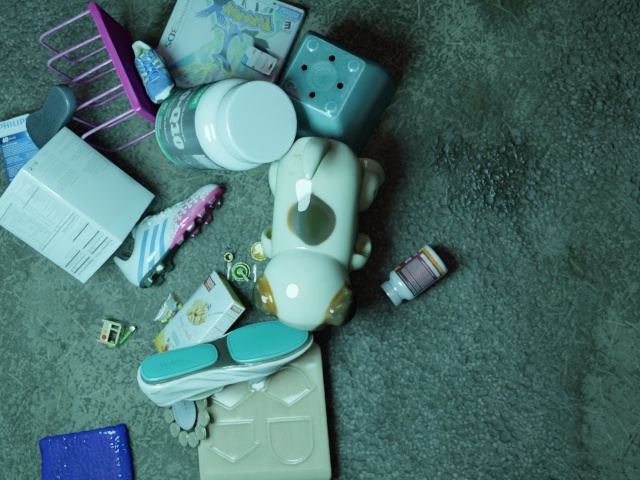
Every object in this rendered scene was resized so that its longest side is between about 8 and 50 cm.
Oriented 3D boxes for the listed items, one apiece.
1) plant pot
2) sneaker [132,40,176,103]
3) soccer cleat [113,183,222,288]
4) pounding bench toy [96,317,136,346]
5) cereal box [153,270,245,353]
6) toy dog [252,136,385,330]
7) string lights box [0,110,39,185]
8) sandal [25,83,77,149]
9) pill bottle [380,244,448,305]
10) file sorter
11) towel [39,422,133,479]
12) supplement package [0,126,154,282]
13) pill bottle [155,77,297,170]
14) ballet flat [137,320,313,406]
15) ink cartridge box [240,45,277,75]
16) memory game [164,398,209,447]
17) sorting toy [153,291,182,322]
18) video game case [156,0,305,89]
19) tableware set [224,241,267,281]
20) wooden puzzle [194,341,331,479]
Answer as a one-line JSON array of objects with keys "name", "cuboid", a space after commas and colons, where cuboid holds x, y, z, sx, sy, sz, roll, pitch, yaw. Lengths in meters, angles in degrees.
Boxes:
[{"name": "plant pot", "cuboid": [0.016, -0.349, 1.539, 0.248, 0.252, 0.247, 29, 91, 8]}, {"name": "sneaker", "cuboid": [-0.416, -0.412, 1.598, 0.080, 0.081, 0.211, -36, 51, 5]}, {"name": "soccer cleat", "cuboid": [-0.388, -0.033, 1.633, 0.143, 0.116, 0.331, 39, 92, 7]}, {"name": "pounding bench toy", "cuboid": [-0.517, 0.240, 1.663, 0.083, 0.052, 0.065, 14, 88, 7]}, {"name": "cereal box", "cuboid": [-0.299, 0.205, 1.590, 0.047, 0.173, 0.240, 39, 92, -34]}, {"name": "toy dog", "cuboid": [0.000, 0.000, 1.462, 0.285, 0.395, 0.407, 10, 81, -5]}, {"name": "string lights box", "cuboid": [-0.743, -0.194, 1.703, 0.133, 0.077, 0.259, -14, 85, 5]}, {"name": "sandal", "cuboid": [-0.640, -0.291, 1.578, 0.254, 0.054, 0.097, -23, 96, 44]}, {"name": "pill bottle", "cuboid": [0.224, 0.087, 1.571, 0.152, 0.086, 0.086, -38, 83, 2]}, {"name": "file sorter", "cuboid": [-0.541, -0.392, 1.631, 0.182, 0.202, 0.290, -26, 84, 6]}, {"name": "towel", "cuboid": [-0.577, 0.629, 1.641, 0.228, 0.076, 0.308, -9, 85, -1]}, {"name": "supplement package", "cuboid": [-0.581, -0.082, 1.541, 0.263, 0.199, 0.198, 40, 125, -17]}, {"name": "pill bottle", "cuboid": [-0.220, -0.262, 1.491, 0.204, 0.361, 0.204, -4, 97, -35]}, {"name": "ballet flat", "cuboid": [-0.211, 0.286, 1.497, 0.400, 0.139, 0.139, -13, 85, -11]}, {"name": "ink cartridge box", "cuboid": [-0.151, -0.448, 1.638, 0.083, 0.028, 0.048, 29, 91, 8]}, {"name": "memory game", "cuboid": [-0.331, 0.416, 1.602, 0.186, 0.012, 0.186, 3, 94, 42]}, {"name": "sorting toy", "cuboid": [-0.390, 0.177, 1.641, 0.045, 0.075, 0.083, 32, 91, 8]}, {"name": "video game case", "cuboid": [-0.245, -0.509, 1.686, 0.329, 0.036, 0.300, 23, 89, 7]}, {"name": "tableware set", "cuboid": [-0.167, 0.054, 1.649, 0.154, 0.024, 0.104, 2, 86, 7]}, {"name": "wooden puzzle", "cuboid": [-0.143, 0.424, 1.602, 0.322, 0.080, 0.347, -5, 91, 7]}]
